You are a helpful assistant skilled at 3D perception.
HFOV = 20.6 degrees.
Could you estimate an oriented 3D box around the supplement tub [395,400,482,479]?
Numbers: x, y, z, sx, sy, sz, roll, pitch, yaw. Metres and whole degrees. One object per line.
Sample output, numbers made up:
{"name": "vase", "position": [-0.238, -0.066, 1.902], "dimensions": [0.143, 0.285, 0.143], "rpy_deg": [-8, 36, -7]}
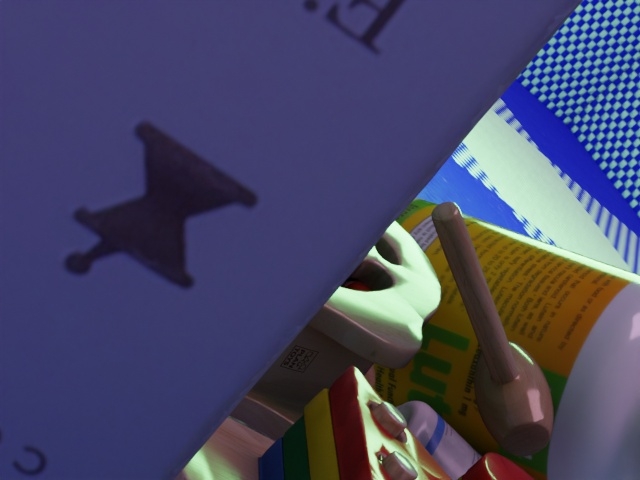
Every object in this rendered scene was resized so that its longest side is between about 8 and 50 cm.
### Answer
{"name": "supplement tub", "position": [0.066, 0.144, 0.946], "dimensions": [0.107, 0.071, 0.071], "rpy_deg": [43, 13, -10]}

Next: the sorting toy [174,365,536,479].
{"name": "sorting toy", "position": [0.063, 0.168, 0.733], "dimensions": [0.257, 0.089, 0.255], "rpy_deg": [33, 18, -45]}

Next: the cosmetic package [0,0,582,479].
{"name": "cosmetic package", "position": [-0.082, -0.174, 0.492], "dimensions": [0.329, 0.394, 0.327], "rpy_deg": [34, 27, -10]}

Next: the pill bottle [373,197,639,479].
{"name": "pill bottle", "position": [0.127, 0.073, 0.992], "dimensions": [0.245, 0.136, 0.136], "rpy_deg": [21, -1, 30]}

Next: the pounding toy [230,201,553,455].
{"name": "pounding toy", "position": [0.000, 0.000, 0.882], "dimensions": [0.269, 0.155, 0.154], "rpy_deg": [28, 24, -20]}
